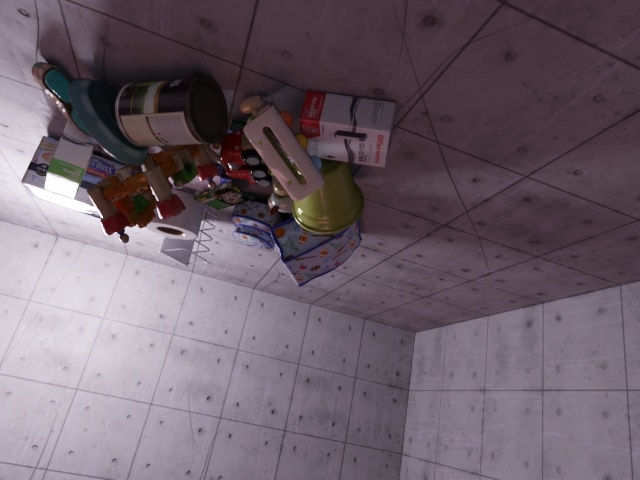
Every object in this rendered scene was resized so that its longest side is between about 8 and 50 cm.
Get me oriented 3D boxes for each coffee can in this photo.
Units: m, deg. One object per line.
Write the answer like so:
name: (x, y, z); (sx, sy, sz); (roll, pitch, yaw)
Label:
coffee can: (-0.461, -0.397, 1.403); (0.275, 0.201, 0.201); (3, 157, 21)

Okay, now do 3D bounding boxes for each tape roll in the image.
tape roll: (-0.673, -0.118, 2.085); (0.246, 0.169, 0.246); (9, 164, 3)

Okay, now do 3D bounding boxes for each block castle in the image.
block castle: (-0.568, -0.181, 1.595); (0.303, 0.453, 0.213); (-15, 114, 13)

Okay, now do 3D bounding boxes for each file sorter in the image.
file sorter: (-0.664, -0.036, 2.307); (0.173, 0.278, 0.193); (-6, 153, 28)

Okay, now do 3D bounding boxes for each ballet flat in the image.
ballet flat: (-0.874, -0.491, 1.553); (0.106, 0.107, 0.316); (27, 157, 16)

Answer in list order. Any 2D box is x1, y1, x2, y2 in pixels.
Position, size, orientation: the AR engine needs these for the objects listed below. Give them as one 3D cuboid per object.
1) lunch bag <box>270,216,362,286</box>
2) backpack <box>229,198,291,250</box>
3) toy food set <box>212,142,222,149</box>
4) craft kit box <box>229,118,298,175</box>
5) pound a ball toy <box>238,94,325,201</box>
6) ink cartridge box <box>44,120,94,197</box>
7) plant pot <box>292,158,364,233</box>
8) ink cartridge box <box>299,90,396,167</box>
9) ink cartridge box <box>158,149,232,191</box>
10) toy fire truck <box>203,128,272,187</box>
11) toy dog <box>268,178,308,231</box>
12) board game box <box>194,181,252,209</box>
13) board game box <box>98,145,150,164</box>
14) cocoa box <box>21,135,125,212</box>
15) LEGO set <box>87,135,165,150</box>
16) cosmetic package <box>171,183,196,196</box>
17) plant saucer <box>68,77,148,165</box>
lunch bag: (0.000, 0.000, 2.078); (0.385, 0.239, 0.328); (-24, 155, 0)
backpack: (-0.301, -0.081, 2.106); (0.276, 0.213, 0.263); (7, 152, 15)
toy food set: (-0.409, -0.373, 1.688); (0.078, 0.019, 0.122); (4, 165, 20)
craft kit box: (-0.202, -0.326, 1.649); (0.250, 0.061, 0.247); (13, 156, -3)
pound a ball toy: (-0.113, -0.304, 1.372); (0.135, 0.208, 0.319); (-31, 112, 10)
ink cartridge box: (-0.951, -0.328, 1.731); (0.114, 0.273, 0.198); (21, 157, -28)
plant pot: (0.012, -0.208, 1.603); (0.276, 0.276, 0.254); (6, 146, 14)
ink cartridge box: (0.085, -0.339, 1.387); (0.273, 0.114, 0.197); (9, 158, 7)
ink cartridge box: (-0.524, -0.279, 1.917); (0.311, 0.065, 0.186); (16, 158, -5)
toy fire truck: (-0.301, -0.294, 1.551); (0.246, 0.158, 0.217); (-3, 157, 8)
toy dog: (-0.081, -0.130, 1.857); (0.333, 0.161, 0.220); (10, 146, 17)
board game box: (-0.430, -0.191, 1.977); (0.259, 0.030, 0.136); (-10, 156, 43)
board game box: (-0.821, -0.371, 1.889); (0.186, 0.026, 0.126); (-2, 155, 31)
cocoa box: (-1.078, -0.265, 1.994); (0.347, 0.228, 0.231); (21, 162, -20)
LEGO set: (-0.718, -0.373, 1.702); (0.244, 0.060, 0.182); (-13, 170, 14)
cosmetic package: (-0.703, -0.245, 2.092); (0.239, 0.060, 0.099); (2, 161, 23)
plant saucer: (-0.665, -0.390, 1.454); (0.043, 0.318, 0.317); (-29, 145, 12)
